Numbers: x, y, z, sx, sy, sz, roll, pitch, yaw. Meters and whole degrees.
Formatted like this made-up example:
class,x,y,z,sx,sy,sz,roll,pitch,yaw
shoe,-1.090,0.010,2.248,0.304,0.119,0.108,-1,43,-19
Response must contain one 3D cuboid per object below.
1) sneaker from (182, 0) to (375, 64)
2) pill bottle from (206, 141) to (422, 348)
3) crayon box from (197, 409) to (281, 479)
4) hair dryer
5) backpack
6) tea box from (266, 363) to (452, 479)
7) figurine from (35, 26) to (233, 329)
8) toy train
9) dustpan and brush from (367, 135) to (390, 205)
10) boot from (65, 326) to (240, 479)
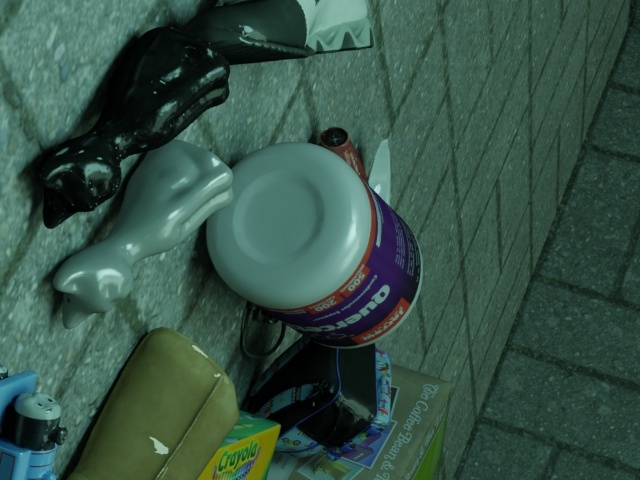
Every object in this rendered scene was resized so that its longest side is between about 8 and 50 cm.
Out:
class,x,y,z,sx,sy,sz,roll,pitch,yaw
sneaker,-0.048,-0.245,1.539,0.330,0.122,0.146,-28,115,-66
pill bottle,0.008,0.018,1.776,0.181,0.181,0.323,-70,157,-8
crayon box,-0.143,0.289,1.783,0.278,0.081,0.165,-4,110,-72
hair dryer,0.000,0.000,1.965,0.223,0.080,0.293,-24,129,-68
backpack,-0.009,0.200,1.959,0.173,0.117,0.158,-38,-149,28
tea box,0.014,0.371,2.136,0.329,0.220,0.323,-54,156,-49
figurine,-0.170,-0.045,1.379,0.209,0.092,0.215,-50,154,-37
toy train,-0.259,0.189,1.260,0.080,0.105,0.184,-20,126,-70
dustpan and brush,0.057,-0.019,2.121,0.147,0.060,0.211,108,-18,-58
boot,-0.146,0.256,1.562,0.236,0.089,0.269,51,47,-22
